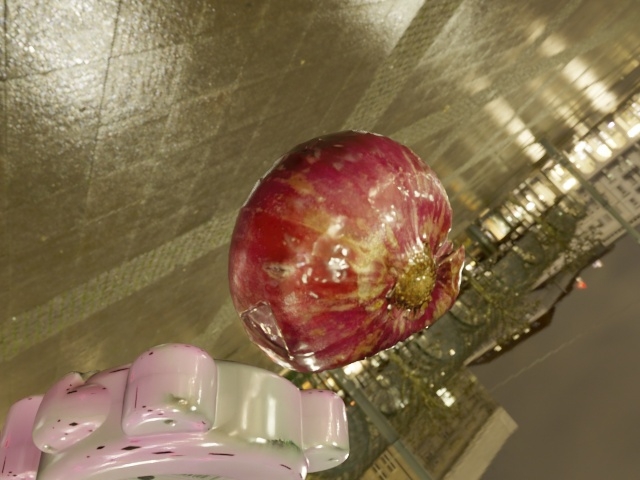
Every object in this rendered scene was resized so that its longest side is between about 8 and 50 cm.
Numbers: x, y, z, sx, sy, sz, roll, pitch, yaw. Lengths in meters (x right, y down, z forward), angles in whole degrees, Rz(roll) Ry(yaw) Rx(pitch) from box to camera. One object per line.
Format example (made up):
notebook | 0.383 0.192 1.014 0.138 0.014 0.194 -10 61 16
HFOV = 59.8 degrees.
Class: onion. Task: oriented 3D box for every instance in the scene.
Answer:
onion | 0.015 -0.002 0.631 0.256 0.272 0.231 -40 129 -55

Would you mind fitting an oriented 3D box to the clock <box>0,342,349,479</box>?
clock | -0.118 0.170 0.457 0.227 0.090 0.247 28 132 -36
